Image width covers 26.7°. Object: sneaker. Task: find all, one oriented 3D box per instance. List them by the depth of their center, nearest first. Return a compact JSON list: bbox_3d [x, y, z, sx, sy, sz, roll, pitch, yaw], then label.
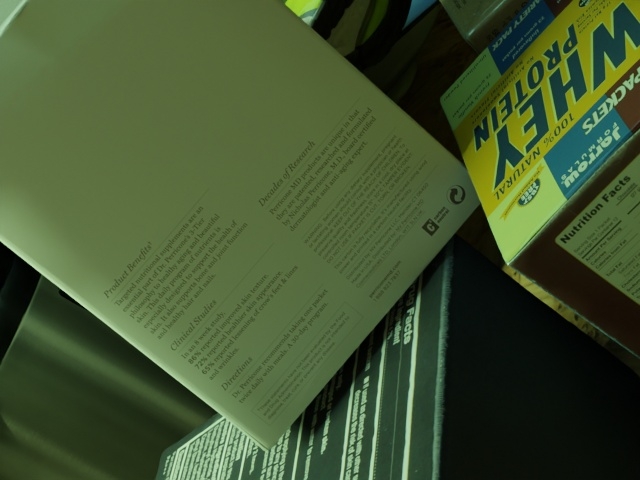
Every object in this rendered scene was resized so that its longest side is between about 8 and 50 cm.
[{"bbox_3d":[-0.059,-0.122,1.010,0.121,0.111,0.300,25,62,41],"label":"sneaker"}]

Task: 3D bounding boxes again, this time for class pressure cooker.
[{"bbox_3d":[-0.280,0.158,1.177,0.370,0.420,0.375,-36,29,41],"label":"pressure cooker"}]

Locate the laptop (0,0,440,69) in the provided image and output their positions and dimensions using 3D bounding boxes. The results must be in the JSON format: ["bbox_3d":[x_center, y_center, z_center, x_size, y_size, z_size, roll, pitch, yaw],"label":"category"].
[{"bbox_3d":[-0.095,-0.239,1.224,0.382,0.408,0.236,-42,-16,-19],"label":"laptop"}]

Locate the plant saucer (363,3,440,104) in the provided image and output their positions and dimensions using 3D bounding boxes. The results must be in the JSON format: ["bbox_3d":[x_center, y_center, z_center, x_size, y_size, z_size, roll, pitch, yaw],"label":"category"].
[{"bbox_3d":[-0.009,-0.159,1.420,0.400,0.100,0.400,-37,18,14],"label":"plant saucer"}]

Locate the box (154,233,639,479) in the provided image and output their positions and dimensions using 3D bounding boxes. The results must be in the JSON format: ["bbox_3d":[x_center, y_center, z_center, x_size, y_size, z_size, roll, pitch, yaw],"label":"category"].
[{"bbox_3d":[0.033,0.209,0.779,0.294,0.183,0.296,-40,26,34],"label":"box"}]

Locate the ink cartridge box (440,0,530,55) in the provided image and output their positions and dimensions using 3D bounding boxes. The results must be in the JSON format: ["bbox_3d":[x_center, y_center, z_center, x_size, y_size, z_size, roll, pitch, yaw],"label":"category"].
[{"bbox_3d":[0.172,-0.152,0.981,0.088,0.193,0.234,-44,25,15],"label":"ink cartridge box"}]

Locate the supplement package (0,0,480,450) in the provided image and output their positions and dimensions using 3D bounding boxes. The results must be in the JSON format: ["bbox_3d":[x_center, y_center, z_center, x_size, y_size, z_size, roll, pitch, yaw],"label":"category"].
[{"bbox_3d":[-0.081,-0.052,0.815,0.199,0.263,0.198,-50,16,0],"label":"supplement package"}]

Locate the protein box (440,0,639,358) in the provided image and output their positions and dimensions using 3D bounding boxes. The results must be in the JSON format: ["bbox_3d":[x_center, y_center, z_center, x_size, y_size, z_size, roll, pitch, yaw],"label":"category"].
[{"bbox_3d":[0.198,-0.031,0.751,0.136,0.201,0.200,-47,24,20],"label":"protein box"}]
